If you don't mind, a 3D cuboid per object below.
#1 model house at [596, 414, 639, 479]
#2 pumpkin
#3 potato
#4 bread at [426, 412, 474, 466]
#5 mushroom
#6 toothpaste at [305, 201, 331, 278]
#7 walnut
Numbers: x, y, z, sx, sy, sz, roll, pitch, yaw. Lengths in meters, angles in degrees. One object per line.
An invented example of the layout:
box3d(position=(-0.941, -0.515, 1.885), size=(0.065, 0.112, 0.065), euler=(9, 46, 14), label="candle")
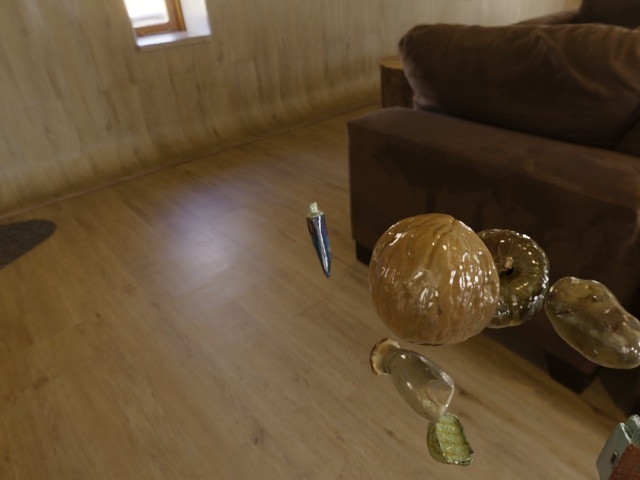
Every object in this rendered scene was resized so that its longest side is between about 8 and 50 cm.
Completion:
box3d(position=(1.061, 0.781, 1.464), size=(0.252, 0.294, 0.329), euler=(25, 12, 27), label="model house")
box3d(position=(0.362, 0.073, 0.941), size=(0.219, 0.162, 0.218), euler=(-4, 58, 7), label="pumpkin")
box3d(position=(0.678, 0.205, 1.133), size=(0.165, 0.164, 0.262), euler=(-13, 47, -13), label="potato")
box3d(position=(0.344, 0.570, 1.258), size=(0.103, 0.110, 0.156), euler=(17, 33, -10), label="bread")
box3d(position=(0.235, 0.349, 1.169), size=(0.128, 0.128, 0.350), euler=(-17, 12, -18), label="mushroom")
box3d(position=(0.000, 0.000, 0.480), size=(0.019, 0.083, 0.027), euler=(-12, 15, 4), label="toothpaste")
box3d(position=(0.188, 0.064, 0.766), size=(0.228, 0.227, 0.228), euler=(-4, 30, 2), label="walnut")
